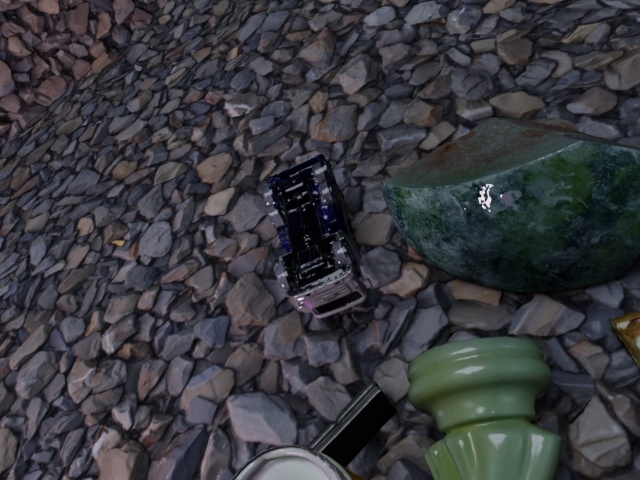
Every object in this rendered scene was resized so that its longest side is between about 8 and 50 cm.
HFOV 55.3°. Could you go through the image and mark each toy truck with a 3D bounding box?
[{"bbox_3d":[0.000,0.000,1.006,0.124,0.155,0.268,-23,49,12],"label":"toy truck"}]

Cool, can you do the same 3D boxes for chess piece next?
[{"bbox_3d":[0.200,0.270,0.685,0.175,0.176,0.299,-15,61,19],"label":"chess piece"}]

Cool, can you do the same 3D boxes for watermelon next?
[{"bbox_3d":[0.296,-0.079,0.869,0.386,0.228,0.258,-6,42,37],"label":"watermelon"}]

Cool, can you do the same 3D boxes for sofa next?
[{"bbox_3d":[0.026,0.250,0.828,0.147,0.085,0.060,-44,48,-9],"label":"sofa"}]

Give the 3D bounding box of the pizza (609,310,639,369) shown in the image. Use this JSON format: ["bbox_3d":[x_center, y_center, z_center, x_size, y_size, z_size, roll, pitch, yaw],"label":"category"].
[{"bbox_3d":[0.424,0.150,0.715,0.184,0.036,0.176,14,62,38],"label":"pizza"}]

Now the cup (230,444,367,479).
[{"bbox_3d":[0.009,0.325,0.643,0.196,0.280,0.197,-11,50,14],"label":"cup"}]
